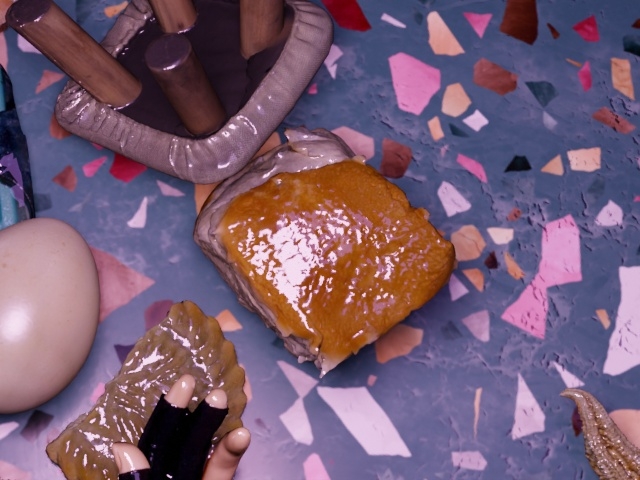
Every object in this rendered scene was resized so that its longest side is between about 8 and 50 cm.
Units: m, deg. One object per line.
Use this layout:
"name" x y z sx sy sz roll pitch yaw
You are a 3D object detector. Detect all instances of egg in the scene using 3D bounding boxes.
"egg" -0.363 0.088 1.879 0.188 0.188 0.254 18 64 0

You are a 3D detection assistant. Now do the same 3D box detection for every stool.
"stool" -0.181 -0.270 1.933 0.310 0.226 0.310 20 61 26

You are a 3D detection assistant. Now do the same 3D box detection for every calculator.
"calculator" -0.500 -0.100 1.992 0.248 0.058 0.274 -7 73 -8

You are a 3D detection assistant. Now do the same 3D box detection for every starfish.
"starfish" 0.442 0.351 1.932 0.357 0.078 0.347 16 72 0

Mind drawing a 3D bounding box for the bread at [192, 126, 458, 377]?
"bread" 0.000 0.000 1.920 0.250 0.225 0.279 -39 89 -9

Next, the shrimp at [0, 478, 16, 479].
"shrimp" -0.390 0.388 1.859 0.150 0.051 0.217 -23 80 -4

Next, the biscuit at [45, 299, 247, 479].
"biscuit" -0.191 0.218 1.934 0.187 0.036 0.273 37 72 1

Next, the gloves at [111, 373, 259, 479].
"gloves" -0.162 0.310 1.828 0.197 0.152 0.301 5 98 -40

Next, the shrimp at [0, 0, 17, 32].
"shrimp" -0.521 -0.350 2.076 0.251 0.052 0.143 20 62 -7
